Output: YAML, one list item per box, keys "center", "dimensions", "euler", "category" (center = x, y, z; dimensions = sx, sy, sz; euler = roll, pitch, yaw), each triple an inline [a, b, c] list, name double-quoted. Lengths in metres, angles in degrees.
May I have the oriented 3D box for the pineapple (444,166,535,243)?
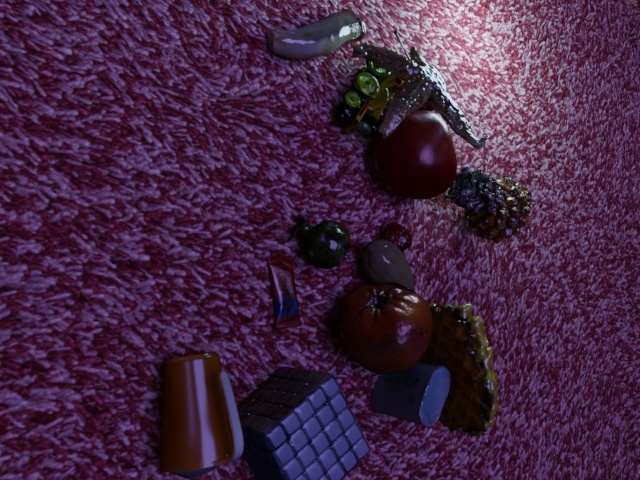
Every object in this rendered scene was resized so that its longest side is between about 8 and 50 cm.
- center: [0.537, -0.144, 1.775]
  dimensions: [0.271, 0.262, 0.263]
  euler: [23, 71, -41]
  category: "pineapple"

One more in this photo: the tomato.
- center: [0.310, -0.269, 1.675]
  dimensions: [0.298, 0.226, 0.299]
  euler: [2, 86, -35]
  category: "tomato"

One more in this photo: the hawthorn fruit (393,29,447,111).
- center: [0.312, -0.564, 1.776]
  dimensions: [0.165, 0.165, 0.286]
  euler: [-23, 84, -35]
  category: "hawthorn fruit"

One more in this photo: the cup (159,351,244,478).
- center: [-0.268, 0.393, 1.200]
  dimensions: [0.182, 0.226, 0.264]
  euler: [4, 75, -52]
  category: "cup"

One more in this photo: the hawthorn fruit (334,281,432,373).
- center: [0.191, 0.270, 1.523]
  dimensions: [0.276, 0.276, 0.308]
  euler: [-53, 142, -28]
  category: "hawthorn fruit"

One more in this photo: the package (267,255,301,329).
- center: [-0.099, 0.143, 1.461]
  dimensions: [0.083, 0.022, 0.201]
  euler: [-5, 85, -35]
  category: "package"

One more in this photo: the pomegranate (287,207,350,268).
- center: [0.003, 0.001, 1.484]
  dimensions: [0.169, 0.148, 0.149]
  euler: [33, 66, -20]
  category: "pomegranate"

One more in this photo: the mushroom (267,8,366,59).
- center: [-0.005, -0.615, 1.587]
  dimensions: [0.351, 0.095, 0.123]
  euler: [-28, 80, -35]
  category: "mushroom"

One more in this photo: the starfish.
- center: [0.278, -0.435, 1.570]
  dimensions: [0.323, 0.082, 0.432]
  euler: [-13, 70, -26]
  category: "starfish"

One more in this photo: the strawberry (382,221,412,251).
- center: [0.238, -0.007, 1.669]
  dimensions: [0.106, 0.106, 0.106]
  euler: [5, 81, -34]
  category: "strawberry"

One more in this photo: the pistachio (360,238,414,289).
- center: [0.206, 0.089, 1.615]
  dimensions: [0.226, 0.135, 0.136]
  euler: [48, 60, -29]
  category: "pistachio"

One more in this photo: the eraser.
- center: [0.260, 0.437, 1.546]
  dimensions: [0.081, 0.227, 0.174]
  euler: [32, 69, -23]
  category: "eraser"

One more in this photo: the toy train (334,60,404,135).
- center: [0.157, -0.451, 1.656]
  dimensions: [0.160, 0.100, 0.296]
  euler: [36, 64, -11]
  category: "toy train"

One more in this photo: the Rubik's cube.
- center: [-0.062, 0.482, 1.313]
  dimensions: [0.238, 0.237, 0.237]
  euler: [-34, 104, -32]
  category: "Rubik's cube"

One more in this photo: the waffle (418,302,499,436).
- center: [0.382, 0.372, 1.554]
  dimensions: [0.095, 0.379, 0.382]
  euler: [-5, 81, -23]
  category: "waffle"
